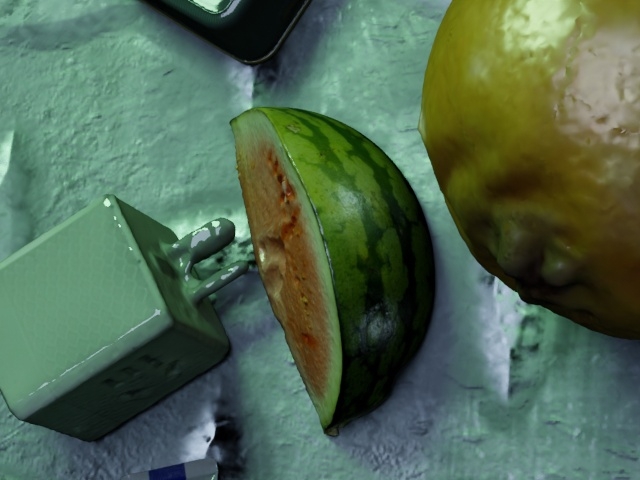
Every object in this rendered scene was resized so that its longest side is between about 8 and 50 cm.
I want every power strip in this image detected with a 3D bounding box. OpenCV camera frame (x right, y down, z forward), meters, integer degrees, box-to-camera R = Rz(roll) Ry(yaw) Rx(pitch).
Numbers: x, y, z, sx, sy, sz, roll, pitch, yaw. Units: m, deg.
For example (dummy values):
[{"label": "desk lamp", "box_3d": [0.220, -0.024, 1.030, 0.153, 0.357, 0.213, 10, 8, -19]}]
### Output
[{"label": "power strip", "box_3d": [-0.168, 0.054, 1.610, 0.224, 0.140, 0.139, -33, 65, 11]}]

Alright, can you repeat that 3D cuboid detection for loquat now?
[{"label": "loquat", "box_3d": [0.228, -0.091, 1.395, 0.328, 0.328, 0.328, -6, 74, 20]}]

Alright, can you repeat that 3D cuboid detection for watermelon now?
[{"label": "watermelon", "box_3d": [0.027, -0.008, 1.589, 0.128, 0.159, 0.303, -11, 68, -22]}]

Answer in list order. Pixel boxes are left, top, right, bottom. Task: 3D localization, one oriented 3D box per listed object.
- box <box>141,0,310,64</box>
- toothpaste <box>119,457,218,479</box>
[{"label": "box", "box_3d": [-0.104, -0.267, 1.701, 0.201, 0.090, 0.144, 35, 91, 25]}, {"label": "toothpaste", "box_3d": [-0.121, 0.316, 1.574, 0.096, 0.061, 0.266, -14, 64, 19]}]
